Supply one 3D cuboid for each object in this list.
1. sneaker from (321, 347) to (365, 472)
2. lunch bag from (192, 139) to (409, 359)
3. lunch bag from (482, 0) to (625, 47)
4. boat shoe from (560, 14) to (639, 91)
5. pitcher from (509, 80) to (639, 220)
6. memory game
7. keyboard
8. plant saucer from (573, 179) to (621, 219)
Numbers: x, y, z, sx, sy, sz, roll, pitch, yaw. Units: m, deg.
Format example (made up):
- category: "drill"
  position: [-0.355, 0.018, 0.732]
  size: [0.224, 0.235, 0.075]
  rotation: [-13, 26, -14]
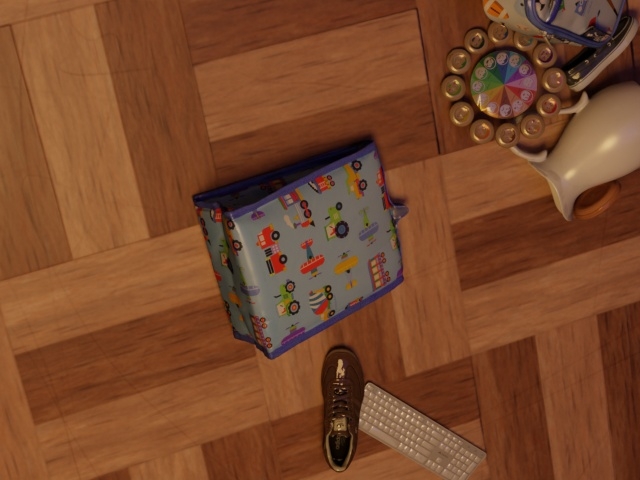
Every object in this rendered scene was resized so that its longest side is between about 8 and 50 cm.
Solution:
- category: "sneaker"
  position: [0.036, 0.257, 2.031]
  size: [0.066, 0.071, 0.188]
  rotation: [-2, 109, -2]
- category: "lunch bag"
  position: [0.000, 0.000, 1.924]
  size: [0.293, 0.138, 0.221]
  rotation: [-23, 111, -22]
- category: "lunch bag"
  position: [0.340, -0.412, 1.865]
  size: [0.243, 0.115, 0.303]
  rotation: [10, 96, -49]
- category: "boat shoe"
  position: [0.413, -0.283, 2.014]
  size: [0.040, 0.049, 0.142]
  rotation: [41, 92, -25]
- category: "pitcher"
  position: [0.394, -0.158, 2.016]
  size: [0.207, 0.125, 0.178]
  rotation: [-40, 104, 9]
- category: "memory game"
  position: [0.265, -0.225, 1.968]
  size: [0.186, 0.012, 0.186]
  rotation: [0, 94, -5]
- category: "keyboard"
  position: [0.148, 0.306, 2.125]
  size: [0.256, 0.014, 0.072]
  rotation: [33, 94, -25]
- category: "plant saucer"
  position: [0.418, -0.065, 2.065]
  size: [0.083, 0.083, 0.013]
  rotation: [-43, 110, -3]
